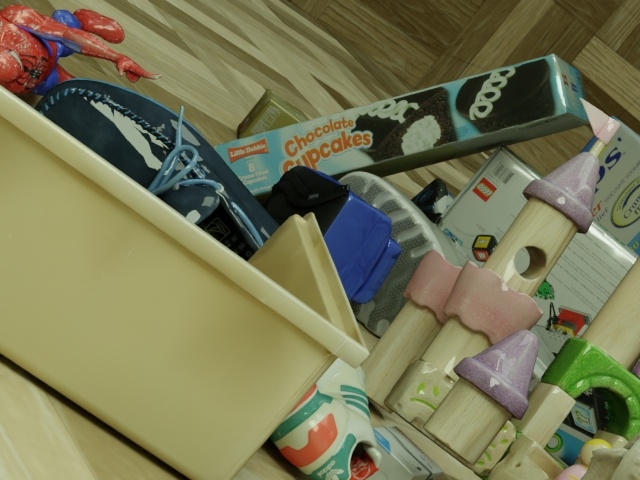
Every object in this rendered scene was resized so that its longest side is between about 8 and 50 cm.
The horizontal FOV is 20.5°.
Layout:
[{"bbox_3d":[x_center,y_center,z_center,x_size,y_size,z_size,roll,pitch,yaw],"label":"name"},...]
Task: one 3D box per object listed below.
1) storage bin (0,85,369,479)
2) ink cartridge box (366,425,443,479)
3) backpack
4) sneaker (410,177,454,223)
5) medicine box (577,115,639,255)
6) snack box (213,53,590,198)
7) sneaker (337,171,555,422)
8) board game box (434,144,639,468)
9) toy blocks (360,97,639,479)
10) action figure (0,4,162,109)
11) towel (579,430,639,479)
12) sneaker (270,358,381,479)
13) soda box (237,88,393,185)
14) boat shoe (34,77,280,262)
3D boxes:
[{"bbox_3d":[-0.127,-0.011,1.015,0.262,0.123,0.260,36,11,-17],"label":"storage bin"},{"bbox_3d":[0.052,0.152,1.200,0.048,0.028,0.083,43,11,19],"label":"ink cartridge box"},{"bbox_3d":[0.000,0.000,1.493,0.101,0.098,0.120,39,-4,-35],"label":"backpack"},{"bbox_3d":[0.139,-0.003,2.060,0.081,0.080,0.211,42,18,-19],"label":"sneaker"},{"bbox_3d":[0.370,0.027,2.175,0.149,0.263,0.289,35,11,-23],"label":"medicine box"},{"bbox_3d":[0.081,-0.100,1.653,0.187,0.322,0.060,-3,79,-75],"label":"snack box"},{"bbox_3d":[0.107,0.055,1.582,0.281,0.105,0.115,51,23,2],"label":"sneaker"},{"bbox_3d":[0.224,0.081,1.640,0.305,0.193,0.053,41,11,9],"label":"board game box"},{"bbox_3d":[0.222,0.088,1.244,0.288,0.260,0.309,38,-5,-9],"label":"toy blocks"},{"bbox_3d":[-0.184,-0.123,1.367,0.139,0.091,0.280,31,10,4],"label":"action figure"},{"bbox_3d":[0.221,0.248,0.946,0.282,0.187,0.049,43,39,17],"label":"towel"},{"bbox_3d":[0.007,0.121,1.136,0.075,0.057,0.161,54,12,4],"label":"sneaker"},{"bbox_3d":[-0.004,-0.087,1.938,0.181,0.058,0.061,37,11,-14],"label":"soda box"},{"bbox_3d":[-0.091,-0.021,1.236,0.258,0.109,0.089,35,14,-10],"label":"boat shoe"}]
